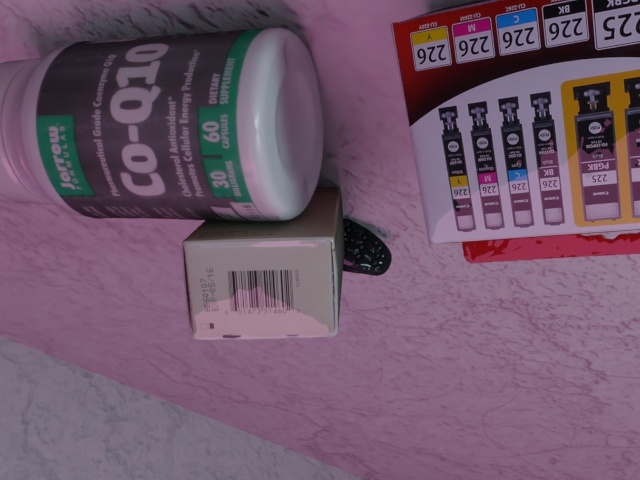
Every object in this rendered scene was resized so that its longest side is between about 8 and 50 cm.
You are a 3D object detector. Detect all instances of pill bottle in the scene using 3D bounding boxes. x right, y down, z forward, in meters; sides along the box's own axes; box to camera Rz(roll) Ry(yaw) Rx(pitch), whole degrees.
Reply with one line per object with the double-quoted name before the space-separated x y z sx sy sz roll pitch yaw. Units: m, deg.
"pill bottle" -0.194 -0.124 0.748 0.361 0.204 0.204 1 148 19

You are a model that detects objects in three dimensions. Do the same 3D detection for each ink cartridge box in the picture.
"ink cartridge box" 0.247 -0.088 0.577 0.310 0.130 0.271 -5 109 25

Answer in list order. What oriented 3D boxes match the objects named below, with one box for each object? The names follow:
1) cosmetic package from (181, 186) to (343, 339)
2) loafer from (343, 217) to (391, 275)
"cosmetic package" -0.052 0.014 0.814 0.160 0.309 0.113 -2 105 3
"loafer" 0.000 0.000 1.016 0.223 0.076 0.078 20 154 -3
